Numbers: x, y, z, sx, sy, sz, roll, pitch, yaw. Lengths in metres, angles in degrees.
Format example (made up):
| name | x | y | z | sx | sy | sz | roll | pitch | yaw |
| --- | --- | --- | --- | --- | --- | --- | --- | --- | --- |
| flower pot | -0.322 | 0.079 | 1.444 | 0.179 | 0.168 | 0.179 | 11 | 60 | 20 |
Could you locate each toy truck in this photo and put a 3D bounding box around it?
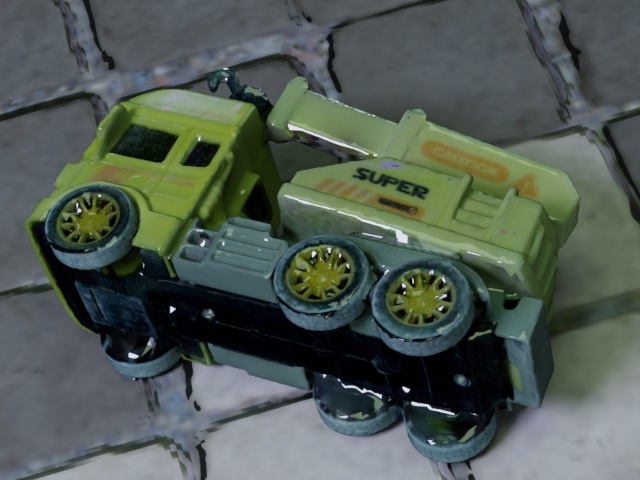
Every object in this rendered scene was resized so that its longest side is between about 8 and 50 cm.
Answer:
| name | x | y | z | sx | sy | sz | roll | pitch | yaw |
| --- | --- | --- | --- | --- | --- | --- | --- | --- | --- |
| toy truck | 0.000 | 0.000 | 0.612 | 0.169 | 0.077 | 0.100 | 13 | 56 | 24 |
